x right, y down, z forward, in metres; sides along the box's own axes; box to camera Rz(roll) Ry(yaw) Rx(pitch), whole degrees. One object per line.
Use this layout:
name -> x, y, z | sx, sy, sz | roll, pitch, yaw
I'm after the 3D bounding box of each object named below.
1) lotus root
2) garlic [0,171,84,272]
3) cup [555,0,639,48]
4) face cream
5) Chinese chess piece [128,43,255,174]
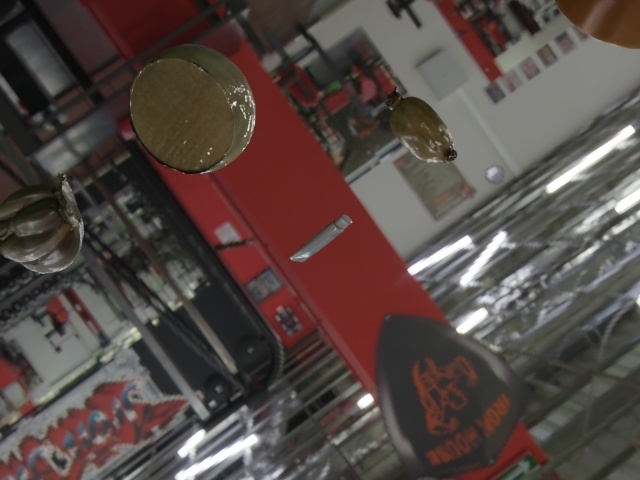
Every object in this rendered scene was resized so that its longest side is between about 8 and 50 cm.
lotus root -> 0.154, -0.177, 1.428 | 0.073, 0.150, 0.062 | -43, -179, -2
garlic -> -0.441, -0.005, 1.353 | 0.194, 0.131, 0.127 | -29, 154, -10
cup -> 0.443, -0.396, 1.183 | 0.226, 0.182, 0.264 | -27, 157, -27
face cream -> 0.000, 0.000, 1.408 | 0.115, 0.020, 0.038 | -40, 151, 22
Chinese chess piece -> -0.247, -0.250, 1.744 | 0.250, 0.249, 0.103 | -33, -171, 34
